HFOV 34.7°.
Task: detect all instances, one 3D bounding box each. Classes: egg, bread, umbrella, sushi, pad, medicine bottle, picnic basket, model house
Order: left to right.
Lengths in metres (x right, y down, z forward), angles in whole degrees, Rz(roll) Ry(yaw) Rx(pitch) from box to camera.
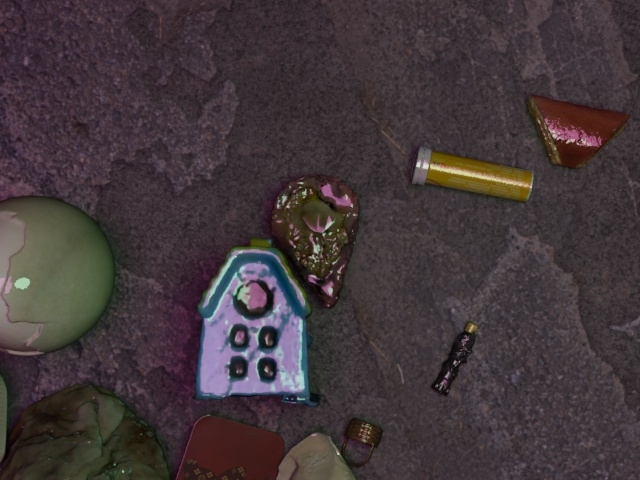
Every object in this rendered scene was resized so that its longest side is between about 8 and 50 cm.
[{"bbox_3d":[-0.504,0.060,1.768,0.278,0.336,0.278,0,92,4],"label":"egg"},{"bbox_3d":[-0.181,0.461,1.865,0.181,0.004,0.267,19,86,-15],"label":"pad"},{"bbox_3d":[-0.112,0.141,1.800,0.215,0.237,0.303,-2,84,-1],"label":"model house"},{"bbox_3d":[-0.019,-0.007,1.873,0.161,0.107,0.241,13,87,6],"label":"sushi"},{"bbox_3d":[0.072,0.370,1.859,0.072,0.072,0.083,21,78,3],"label":"picnic basket"},{"bbox_3d":[0.251,0.217,1.881,0.040,0.037,0.144,27,90,16],"label":"umbrella"},{"bbox_3d":[0.279,-0.120,1.889,0.218,0.074,0.074,11,86,1],"label":"medicine bottle"},{"bbox_3d":[0.470,-0.195,1.890,0.192,0.067,0.119,10,86,2],"label":"bread"}]

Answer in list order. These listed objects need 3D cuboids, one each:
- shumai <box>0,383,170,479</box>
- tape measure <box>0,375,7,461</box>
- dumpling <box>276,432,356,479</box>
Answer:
[{"bbox_3d":[-0.429,0.413,1.773,0.309,0.263,0.304,-1,88,2],"label":"shumai"},{"bbox_3d":[-0.706,0.311,1.831,0.271,0.133,0.231,-14,67,17],"label":"tape measure"},{"bbox_3d":[-0.015,0.465,1.840,0.166,0.126,0.216,-16,100,27],"label":"dumpling"}]
